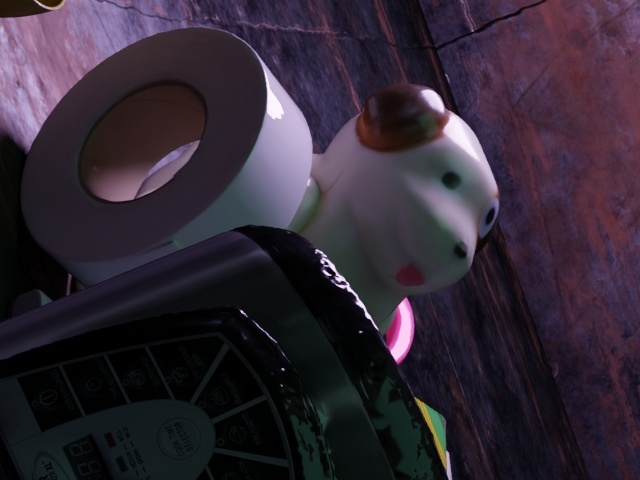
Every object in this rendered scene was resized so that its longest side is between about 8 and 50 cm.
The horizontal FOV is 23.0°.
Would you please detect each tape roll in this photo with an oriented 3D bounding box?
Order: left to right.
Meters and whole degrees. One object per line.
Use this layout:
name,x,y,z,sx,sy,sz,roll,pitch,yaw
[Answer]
tape roll,-0.153,-0.071,1.549,0.100,0.286,0.286,51,26,-46

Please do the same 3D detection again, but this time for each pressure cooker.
pressure cooker,-0.144,0.223,1.092,0.370,0.420,0.375,34,-37,65

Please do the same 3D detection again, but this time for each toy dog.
toy dog,0.000,0.000,1.711,0.284,0.408,0.395,59,22,-31

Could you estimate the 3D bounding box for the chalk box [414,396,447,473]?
chalk box,0.024,0.303,1.758,0.179,0.180,0.289,35,31,-21

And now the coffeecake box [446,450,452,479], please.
coffeecake box,0.127,0.332,2.270,0.185,0.068,0.142,52,26,-44

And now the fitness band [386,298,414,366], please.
fitness band,-0.012,0.066,1.955,0.291,0.054,0.209,26,35,-14

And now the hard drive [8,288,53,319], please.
hard drive,-0.199,0.207,1.515,0.307,0.040,0.203,49,28,-47

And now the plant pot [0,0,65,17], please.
plant pot,-0.328,-0.275,1.558,0.134,0.095,0.134,54,25,-40
